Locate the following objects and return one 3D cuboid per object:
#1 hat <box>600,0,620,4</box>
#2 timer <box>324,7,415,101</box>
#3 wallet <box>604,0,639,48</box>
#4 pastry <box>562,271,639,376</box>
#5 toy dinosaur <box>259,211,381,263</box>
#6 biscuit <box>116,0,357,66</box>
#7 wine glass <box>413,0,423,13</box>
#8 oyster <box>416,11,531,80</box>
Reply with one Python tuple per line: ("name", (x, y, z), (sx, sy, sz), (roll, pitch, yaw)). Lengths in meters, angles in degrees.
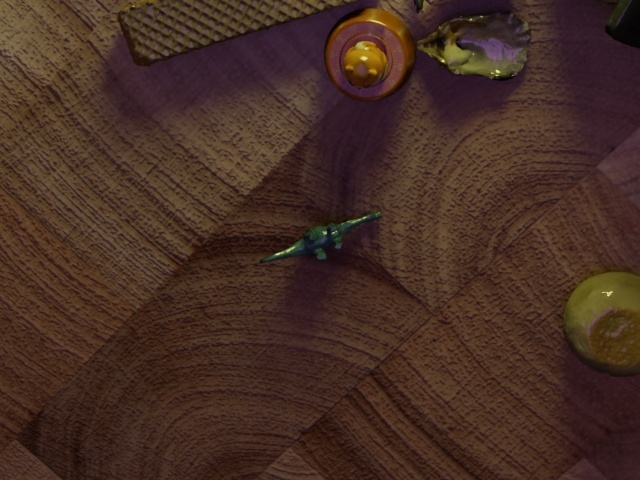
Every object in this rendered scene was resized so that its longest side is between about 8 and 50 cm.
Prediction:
("hat", (0.420, -0.429, 1.447), (0.275, 0.161, 0.232), (-43, 102, 15))
("timer", (0.061, -0.244, 1.558), (0.132, 0.152, 0.132), (2, 109, 7))
("wallet", (0.460, -0.310, 1.443), (0.052, 0.245, 0.169), (45, 116, 30))
("pastry", (0.434, 0.124, 1.663), (0.156, 0.092, 0.156), (0, 106, 0))
("toy dinosaur", (0.000, 0.000, 1.688), (0.197, 0.080, 0.045), (-23, 98, 3))
("biscuit", (-0.102, -0.338, 1.602), (0.378, 0.054, 0.094), (-14, 106, 12))
("wine glass", (0.202, -0.357, 1.545), (0.155, 0.072, 0.072), (-7, 107, 11))
("oyster", (0.224, -0.267, 1.584), (0.146, 0.045, 0.122), (-35, 97, 10))
